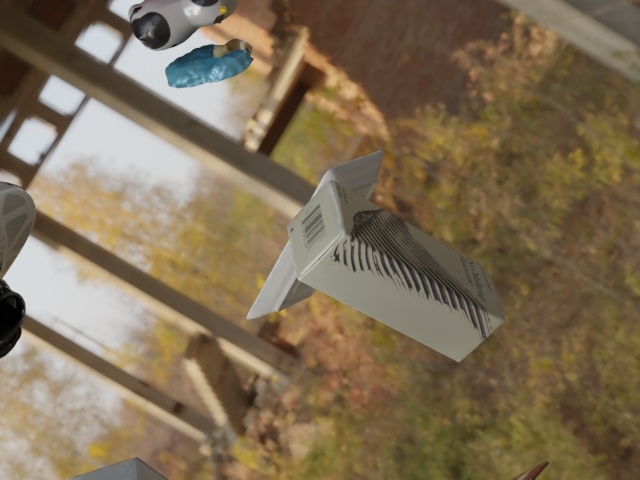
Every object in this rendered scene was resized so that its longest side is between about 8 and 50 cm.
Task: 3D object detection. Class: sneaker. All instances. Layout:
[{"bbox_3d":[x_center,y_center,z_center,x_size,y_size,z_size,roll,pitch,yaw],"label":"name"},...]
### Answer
[{"bbox_3d":[-0.500,0.071,1.901,0.447,0.257,0.169,-57,-40,-45],"label":"sneaker"}]

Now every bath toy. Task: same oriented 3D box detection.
[{"bbox_3d":[-0.216,-0.369,1.685,0.151,0.348,0.129,-35,22,-10],"label":"bath toy"}]

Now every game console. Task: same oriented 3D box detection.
[{"bbox_3d":[0.276,0.388,1.828,0.144,0.085,0.124,-5,-85,-69],"label":"game console"}]

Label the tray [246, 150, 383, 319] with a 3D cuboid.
[{"bbox_3d":[0.000,0.000,1.754,0.145,0.030,0.270,-22,-33,-53],"label":"tray"}]

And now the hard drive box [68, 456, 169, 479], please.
[{"bbox_3d":[-0.176,0.368,1.388,0.232,0.089,0.181,53,-158,-51],"label":"hard drive box"}]

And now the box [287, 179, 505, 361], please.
[{"bbox_3d":[0.095,0.041,1.591,0.094,0.275,0.113,-46,35,26],"label":"box"}]
